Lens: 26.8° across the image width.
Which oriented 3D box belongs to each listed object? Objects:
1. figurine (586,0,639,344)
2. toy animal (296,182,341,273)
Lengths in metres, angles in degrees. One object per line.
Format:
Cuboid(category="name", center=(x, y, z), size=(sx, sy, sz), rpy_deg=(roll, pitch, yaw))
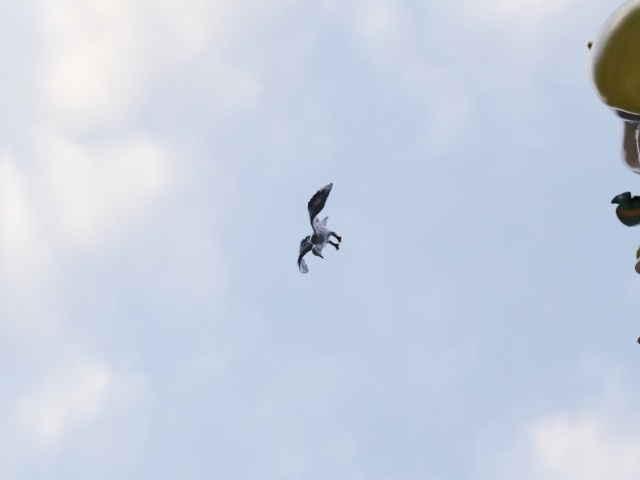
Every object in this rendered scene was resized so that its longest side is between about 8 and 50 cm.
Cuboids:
Cuboid(category="figurine", center=(0.355, -0.078, 1.296), size=(0.187, 0.215, 0.343), rpy_deg=(-1, -76, 22))
Cuboid(category="toy animal", center=(0.001, 0.000, 1.062), size=(0.050, 0.028, 0.084), rpy_deg=(-123, -140, -52))
